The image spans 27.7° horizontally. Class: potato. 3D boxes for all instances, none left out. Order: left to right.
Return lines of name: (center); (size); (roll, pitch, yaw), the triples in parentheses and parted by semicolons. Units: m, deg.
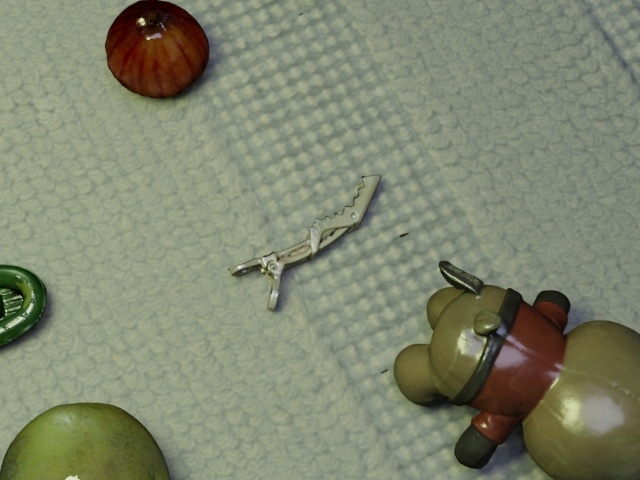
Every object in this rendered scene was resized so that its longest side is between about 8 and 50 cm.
potato: (-0.239, 0.294, 1.368); (0.174, 0.159, 0.251); (-29, 60, 12)

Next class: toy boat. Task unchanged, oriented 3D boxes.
toy boat: (-0.417, 0.082, 1.480); (0.210, 0.052, 0.104); (-10, 68, -8)

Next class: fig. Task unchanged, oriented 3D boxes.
fig: (-0.211, -0.241, 1.585); (0.128, 0.150, 0.128); (-15, 61, 30)

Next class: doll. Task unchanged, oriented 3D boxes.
doll: (0.255, 0.153, 1.455); (0.330, 0.174, 0.235); (26, 63, 6)

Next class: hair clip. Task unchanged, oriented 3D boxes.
hair clip: (0.000, 0.000, 1.562); (0.226, 0.034, 0.072); (-35, 80, -18)
